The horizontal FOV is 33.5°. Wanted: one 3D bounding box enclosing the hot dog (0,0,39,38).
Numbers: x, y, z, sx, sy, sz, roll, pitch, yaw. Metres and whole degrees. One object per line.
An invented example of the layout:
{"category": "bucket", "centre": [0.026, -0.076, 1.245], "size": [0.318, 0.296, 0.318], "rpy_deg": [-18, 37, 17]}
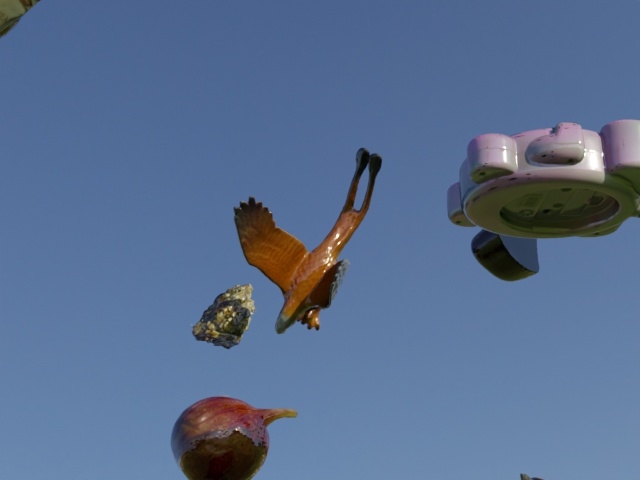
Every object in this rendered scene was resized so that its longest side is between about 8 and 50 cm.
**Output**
{"category": "hot dog", "centre": [-0.326, -0.292, 1.035], "size": [0.270, 0.082, 0.162], "rpy_deg": [-39, -76, 0]}

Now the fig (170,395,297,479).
{"category": "fig", "centre": [-0.146, 0.329, 1.800], "size": [0.207, 0.175, 0.175], "rpy_deg": [-34, -33, 0]}

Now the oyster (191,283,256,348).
{"category": "oyster", "centre": [-0.180, 0.145, 2.101], "size": [0.105, 0.177, 0.056], "rpy_deg": [17, -48, 30]}

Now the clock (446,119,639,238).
{"category": "clock", "centre": [0.302, -0.075, 1.407], "size": [0.248, 0.090, 0.227], "rpy_deg": [1, -24, -5]}

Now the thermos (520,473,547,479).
{"category": "thermos", "centre": [0.223, 0.359, 1.161], "size": [0.137, 0.193, 0.105], "rpy_deg": [42, -25, -3]}

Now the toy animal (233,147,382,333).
{"category": "toy animal", "centre": [-0.004, 0.019, 1.936], "size": [0.284, 0.225, 0.302], "rpy_deg": [-44, -27, -41]}

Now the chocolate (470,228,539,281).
{"category": "chocolate", "centre": [0.317, 0.012, 1.836], "size": [0.080, 0.125, 0.148], "rpy_deg": [-25, 12, 33]}
